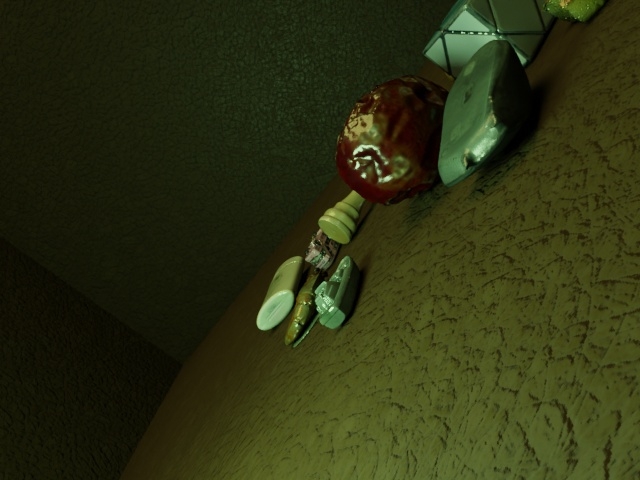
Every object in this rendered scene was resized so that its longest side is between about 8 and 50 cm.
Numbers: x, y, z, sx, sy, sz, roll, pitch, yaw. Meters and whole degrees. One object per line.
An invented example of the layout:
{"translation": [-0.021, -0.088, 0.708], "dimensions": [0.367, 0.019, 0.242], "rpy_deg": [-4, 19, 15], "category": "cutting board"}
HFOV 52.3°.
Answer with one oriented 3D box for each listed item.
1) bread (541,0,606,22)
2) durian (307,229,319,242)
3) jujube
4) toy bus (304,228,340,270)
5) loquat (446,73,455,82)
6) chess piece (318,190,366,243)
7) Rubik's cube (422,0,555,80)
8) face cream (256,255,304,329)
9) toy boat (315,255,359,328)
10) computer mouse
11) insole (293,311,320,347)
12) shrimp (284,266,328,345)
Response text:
{"translation": [0.530, -0.508, 1.331], "dimensions": [0.125, 0.086, 0.156], "rpy_deg": [-50, 9, 13], "category": "bread"}
{"translation": [0.000, 0.000, 2.192], "dimensions": [0.080, 0.091, 0.080], "rpy_deg": [-166, 90, -76], "category": "durian"}
{"translation": [0.188, -0.237, 1.520], "dimensions": [0.276, 0.276, 0.377], "rpy_deg": [-48, 5, 32], "category": "jujube"}
{"translation": [0.013, 0.014, 2.037], "dimensions": [0.063, 0.090, 0.203], "rpy_deg": [-49, 8, 31], "category": "toy bus"}
{"translation": [0.412, -0.506, 1.819], "dimensions": [0.137, 0.163, 0.163], "rpy_deg": [-19, 28, 38], "category": "loquat"}
{"translation": [0.147, -0.173, 2.031], "dimensions": [0.397, 0.117, 0.117], "rpy_deg": [-54, 8, -20], "category": "chess piece"}
{"translation": [0.412, -0.507, 1.588], "dimensions": [0.205, 0.207, 0.205], "rpy_deg": [-55, 8, -27], "category": "Rubik's cube"}
{"translation": [-0.127, 0.165, 2.213], "dimensions": [0.173, 0.081, 0.348], "rpy_deg": [-50, 8, 19], "category": "face cream"}
{"translation": [0.040, 0.103, 1.489], "dimensions": [0.078, 0.085, 0.260], "rpy_deg": [-50, 8, 27], "category": "toy boat"}
{"translation": [0.320, -0.237, 1.242], "dimensions": [0.188, 0.122, 0.371], "rpy_deg": [-50, 14, 47], "category": "computer mouse"}
{"translation": [-0.014, 0.199, 1.680], "dimensions": [0.188, 0.004, 0.064], "rpy_deg": [-54, 9, -5], "category": "insole"}
{"translation": [-0.037, 0.167, 1.759], "dimensions": [0.154, 0.062, 0.294], "rpy_deg": [-62, -2, 38], "category": "shrimp"}
